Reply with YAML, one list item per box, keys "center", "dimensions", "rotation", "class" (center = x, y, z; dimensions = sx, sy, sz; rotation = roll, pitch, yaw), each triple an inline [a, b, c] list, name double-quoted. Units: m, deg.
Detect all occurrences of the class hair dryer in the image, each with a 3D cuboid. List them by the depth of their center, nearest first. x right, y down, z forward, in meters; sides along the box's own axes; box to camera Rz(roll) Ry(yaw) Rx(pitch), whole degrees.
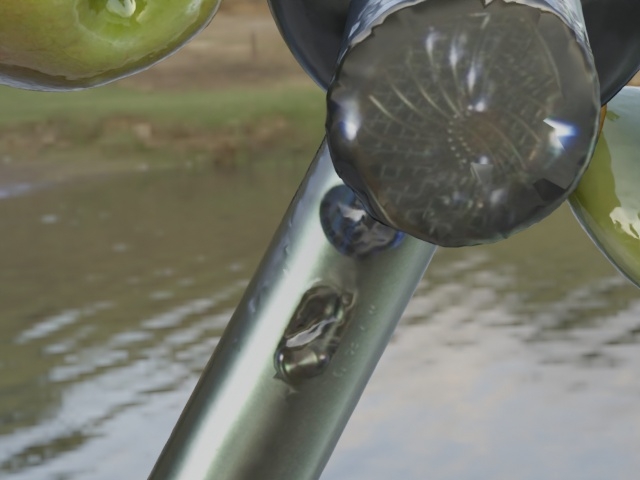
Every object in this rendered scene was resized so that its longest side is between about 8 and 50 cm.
- center: [-0.011, -0.014, 0.573]
  dimensions: [0.284, 0.155, 0.320]
  rotation: [-45, 8, 24]
  class: "hair dryer"

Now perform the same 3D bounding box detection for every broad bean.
- center: [0.274, -0.015, 1.263]
  dimensions: [0.189, 0.263, 0.121]
  rotation: [-28, -17, -40]
  class: "broad bean"

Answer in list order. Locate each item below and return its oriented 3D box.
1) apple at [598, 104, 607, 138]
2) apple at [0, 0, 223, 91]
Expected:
- center: [0.109, -0.103, 1.202]
  dimensions: [0.160, 0.195, 0.173]
  rotation: [-6, 33, -7]
  class: "apple"
- center: [-0.208, -0.276, 1.432]
  dimensions: [0.338, 0.338, 0.305]
  rotation: [-10, 26, -43]
  class: "apple"
